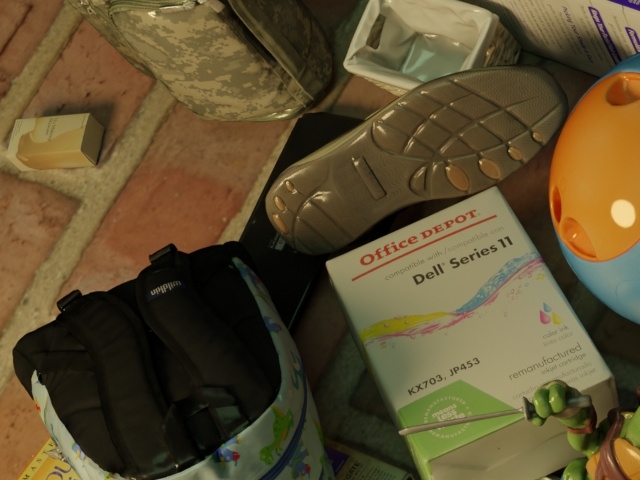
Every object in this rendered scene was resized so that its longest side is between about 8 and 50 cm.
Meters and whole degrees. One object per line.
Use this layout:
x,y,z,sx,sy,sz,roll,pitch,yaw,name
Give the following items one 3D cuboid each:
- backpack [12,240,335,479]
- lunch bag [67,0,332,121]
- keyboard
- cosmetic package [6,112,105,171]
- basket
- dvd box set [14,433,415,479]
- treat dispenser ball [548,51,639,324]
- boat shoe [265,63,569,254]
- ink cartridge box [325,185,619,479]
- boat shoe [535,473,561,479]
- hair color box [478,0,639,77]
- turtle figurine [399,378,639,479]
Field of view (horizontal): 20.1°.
-0.128,0.178,1.811,0.290,0.273,0.355,-26,16,-12,backpack
-0.137,-0.284,2.128,0.256,0.305,0.212,31,80,37,lunch bag
0.000,0.000,2.067,0.201,0.033,0.317,14,71,34,keyboard
-0.337,-0.125,2.303,0.115,0.041,0.060,-4,61,25,cosmetic package
0.132,-0.211,2.065,0.167,0.103,0.113,21,85,36,basket
-0.144,0.307,1.911,0.420,0.062,0.308,18,60,33,dvd box set
0.365,-0.050,1.746,0.288,0.288,0.288,-12,58,21,treat dispenser ball
0.102,-0.107,1.957,0.355,0.132,0.130,-22,16,22,boat shoe
0.140,0.085,1.852,0.207,0.119,0.353,-24,48,-3,ink cartridge box
0.241,0.327,1.714,0.098,0.096,0.277,-32,52,10,boat shoe
0.325,-0.254,1.948,0.339,0.185,0.110,27,76,35,hair color box
0.266,0.214,1.598,0.266,0.274,0.198,-39,54,47,turtle figurine
